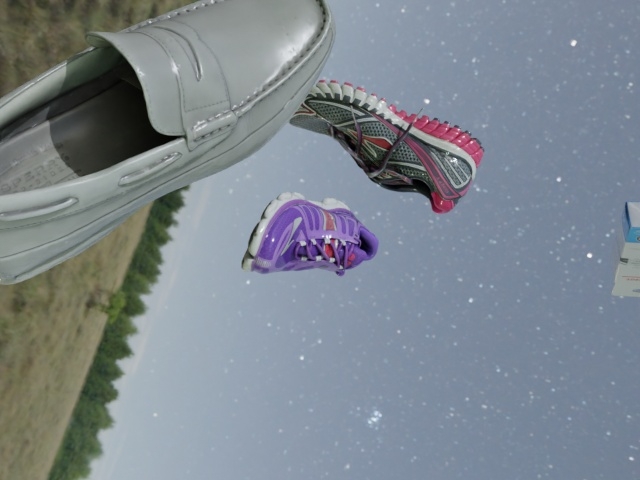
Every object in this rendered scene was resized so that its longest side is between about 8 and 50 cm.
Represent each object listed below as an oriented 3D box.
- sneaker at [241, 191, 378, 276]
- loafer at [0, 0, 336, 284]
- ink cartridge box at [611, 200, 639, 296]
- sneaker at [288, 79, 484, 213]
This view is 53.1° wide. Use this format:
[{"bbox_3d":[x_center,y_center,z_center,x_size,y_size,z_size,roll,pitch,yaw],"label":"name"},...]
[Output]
[{"bbox_3d":[0.000,0.000,0.547,0.169,0.071,0.068,-13,131,-56],"label":"sneaker"},{"bbox_3d":[-0.110,-0.091,0.426,0.319,0.112,0.111,-42,171,-20],"label":"loafer"},{"bbox_3d":[0.251,0.008,0.486,0.083,0.048,0.028,76,21,-48],"label":"ink cartridge box"},{"bbox_3d":[0.078,-0.141,0.923,0.112,0.299,0.121,-65,167,-6],"label":"sneaker"}]
